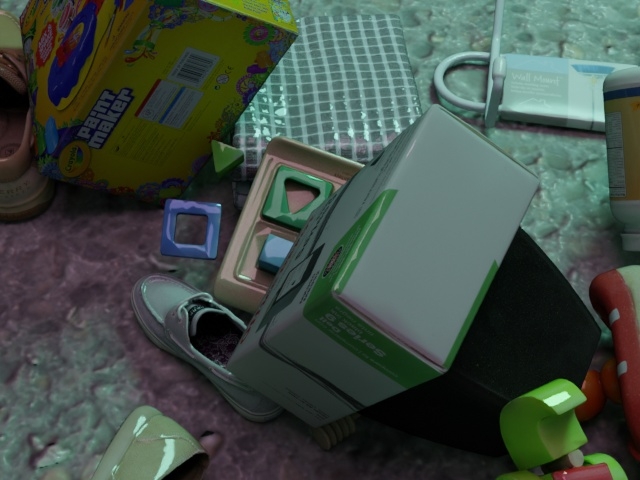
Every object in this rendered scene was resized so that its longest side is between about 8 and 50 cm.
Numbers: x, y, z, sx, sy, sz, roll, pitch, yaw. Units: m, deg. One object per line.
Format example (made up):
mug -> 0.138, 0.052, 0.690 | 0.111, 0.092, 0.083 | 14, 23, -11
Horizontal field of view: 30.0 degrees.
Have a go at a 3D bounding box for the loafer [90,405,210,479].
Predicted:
loafer -> -0.182, 0.269, 1.097 | 0.092, 0.102, 0.268 | 11, 51, 16

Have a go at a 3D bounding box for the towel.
towel -> -0.001, -0.168, 1.446 | 0.235, 0.121, 0.283 | -4, 51, -5

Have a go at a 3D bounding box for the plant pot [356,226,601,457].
plant pot -> 0.159, 0.108, 1.170 | 0.167, 0.187, 0.188 | 33, 61, -11

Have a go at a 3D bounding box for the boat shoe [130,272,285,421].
boat shoe -> -0.116, 0.094, 1.253 | 0.079, 0.081, 0.227 | -37, 60, -27

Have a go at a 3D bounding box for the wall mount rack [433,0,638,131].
wall mount rack -> 0.327, -0.261, 1.519 | 0.350, 0.130, 0.304 | 7, 51, 4

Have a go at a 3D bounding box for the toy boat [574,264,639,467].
toy boat -> 0.302, 0.140, 1.204 | 0.151, 0.151, 0.231 | -18, 47, 23

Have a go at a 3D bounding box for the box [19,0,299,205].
box -> -0.198, -0.247, 1.373 | 0.177, 0.290, 0.279 | 14, 42, -33

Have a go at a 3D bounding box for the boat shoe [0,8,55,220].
boat shoe -> -0.385, -0.183, 1.460 | 0.122, 0.110, 0.341 | -13, 52, -11

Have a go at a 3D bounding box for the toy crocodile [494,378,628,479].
toy crocodile -> 0.232, 0.289, 1.024 | 0.115, 0.105, 0.340 | -5, 74, -26

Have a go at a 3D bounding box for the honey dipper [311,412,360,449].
honey dipper -> 0.062, 0.163, 1.235 | 0.161, 0.030, 0.030 | -29, 56, -26

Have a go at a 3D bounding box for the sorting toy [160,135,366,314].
sorting toy -> 0.000, 0.000, 1.288 | 0.348, 0.047, 0.196 | 20, 79, 1

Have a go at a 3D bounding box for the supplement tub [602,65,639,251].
supplement tub -> 0.390, -0.092, 1.321 | 0.144, 0.144, 0.199 | -5, 93, -5

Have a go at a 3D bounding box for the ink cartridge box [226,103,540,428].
ink cartridge box -> 0.046, 0.037, 1.095 | 0.121, 0.289, 0.211 | 34, 63, -9
